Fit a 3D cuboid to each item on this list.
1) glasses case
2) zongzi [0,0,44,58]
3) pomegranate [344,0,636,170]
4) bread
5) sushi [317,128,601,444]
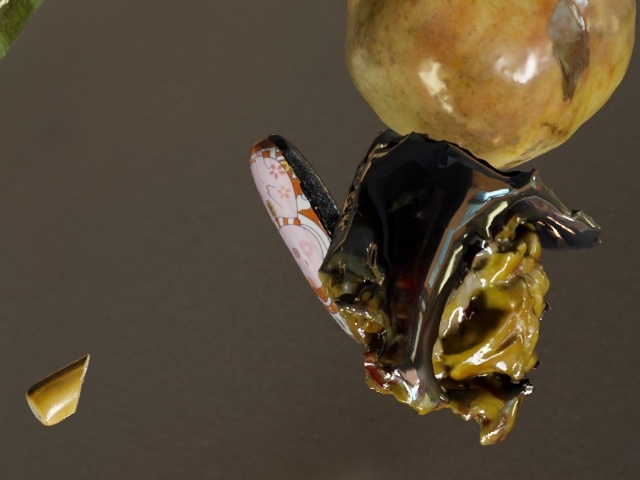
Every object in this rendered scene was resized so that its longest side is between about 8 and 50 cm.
[{"bbox_3d":[0.000,0.000,1.348,0.067,0.266,0.103,-30,179,-12],"label":"glasses case"},{"bbox_3d":[-0.182,-0.158,0.564,0.062,0.130,0.154,-18,-142,57],"label":"zongzi"},{"bbox_3d":[0.156,-0.208,1.128,0.281,0.281,0.281,-27,-138,27],"label":"pomegranate"},{"bbox_3d":[-0.343,0.202,1.601,0.103,0.049,0.062,-30,-115,-19],"label":"bread"},{"bbox_3d":[0.098,0.034,0.928,0.204,0.200,0.213,-65,-174,-5],"label":"sushi"}]
